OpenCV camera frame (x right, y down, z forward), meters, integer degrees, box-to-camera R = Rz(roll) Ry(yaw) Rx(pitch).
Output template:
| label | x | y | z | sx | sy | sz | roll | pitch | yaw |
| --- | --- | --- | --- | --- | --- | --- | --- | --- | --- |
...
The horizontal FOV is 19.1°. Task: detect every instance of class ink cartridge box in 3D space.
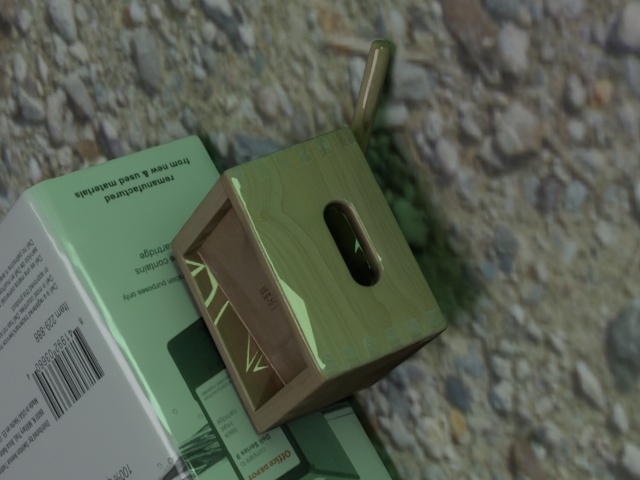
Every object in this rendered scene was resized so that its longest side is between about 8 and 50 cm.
| label | x | y | z | sx | sy | sz | roll | pitch | yaw |
| --- | --- | --- | --- | --- | --- | --- | --- | --- | --- |
| ink cartridge box | -0.088 | 0.123 | 1.054 | 0.289 | 0.121 | 0.211 | 60 | 140 | 11 |

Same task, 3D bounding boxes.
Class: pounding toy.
| label | x | y | z | sx | sy | sz | roll | pitch | yaw |
| --- | --- | --- | --- | --- | --- | --- | --- | --- | --- |
| pounding toy | 0.000 | 0.000 | 0.937 | 0.141 | 0.100 | 0.130 | 65 | 155 | 10 |
